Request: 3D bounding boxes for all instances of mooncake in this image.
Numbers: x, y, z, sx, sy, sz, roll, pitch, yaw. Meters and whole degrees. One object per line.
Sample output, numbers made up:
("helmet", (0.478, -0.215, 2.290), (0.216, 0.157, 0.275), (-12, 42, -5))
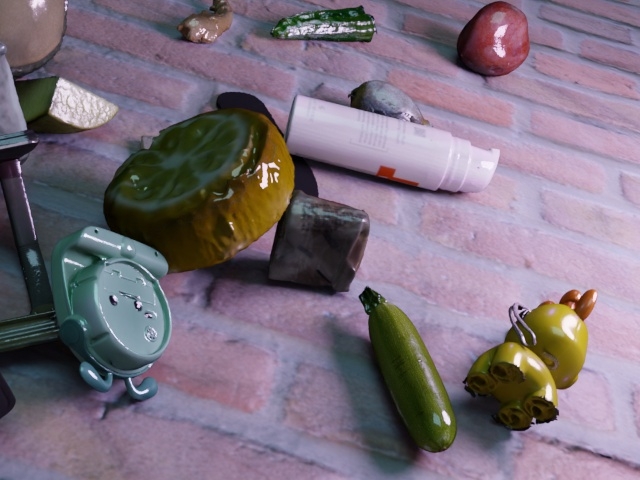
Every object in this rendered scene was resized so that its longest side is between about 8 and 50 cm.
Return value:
("mooncake", (0.000, 0.000, 1.206), (0.125, 0.130, 0.073), (12, 35, -10))

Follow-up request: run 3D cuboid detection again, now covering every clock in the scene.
("clock", (-0.228, 0.085, 1.016), (0.148, 0.060, 0.188), (25, 47, -55))

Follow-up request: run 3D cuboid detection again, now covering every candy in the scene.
("candy", (-0.159, -0.072, 1.178), (0.260, 0.118, 0.260), (-15, 41, 13))

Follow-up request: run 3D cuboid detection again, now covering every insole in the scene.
("insole", (-0.088, -0.144, 1.453), (0.119, 0.009, 0.348), (-4, 42, -26))

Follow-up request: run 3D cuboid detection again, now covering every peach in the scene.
("peach", (0.346, -0.411, 1.840), (0.152, 0.152, 0.152), (10, 38, -8))

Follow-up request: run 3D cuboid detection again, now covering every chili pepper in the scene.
("chili pepper", (0.000, -0.423, 1.791), (0.227, 0.059, 0.088), (-14, 51, -30))

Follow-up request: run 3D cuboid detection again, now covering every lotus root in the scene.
("lotus root", (0.125, -0.224, 1.574), (0.165, 0.088, 0.088), (29, 39, 1))

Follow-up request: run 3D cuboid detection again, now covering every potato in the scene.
("potato", (-0.401, -0.189, 1.367), (0.149, 0.081, 0.120), (5, -15, 40))

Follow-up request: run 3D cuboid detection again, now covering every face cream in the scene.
("face cream", (0.115, -0.148, 1.453), (0.346, 0.102, 0.102), (14, 38, -6))

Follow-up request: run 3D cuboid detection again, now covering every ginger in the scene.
("ginger", (-0.210, -0.419, 1.722), (0.069, 0.051, 0.173), (27, 34, 5))

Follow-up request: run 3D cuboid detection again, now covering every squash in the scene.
("squash", (0.107, 0.157, 1.102), (0.066, 0.066, 0.252), (0, 41, -20))

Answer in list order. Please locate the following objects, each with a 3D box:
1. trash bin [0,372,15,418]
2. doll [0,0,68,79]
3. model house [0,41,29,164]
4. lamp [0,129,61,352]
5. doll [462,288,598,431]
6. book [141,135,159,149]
("trash bin", (-0.446, 0.124, 0.887), (0.225, 0.115, 0.165), (34, 61, 28))
("doll", (-0.536, -0.355, 1.346), (0.247, 0.247, 0.350), (-17, 22, -36))
("model house", (-0.585, -0.140, 1.133), (0.267, 0.194, 0.325), (24, 47, 26))
("lamp", (-0.402, 0.010, 1.054), (0.203, 0.124, 0.283), (-14, 78, -27))
("doll", (0.275, 0.137, 1.147), (0.135, 0.143, 0.221), (47, 46, -6))
("book", (-0.170, -0.116, 1.370), (0.199, 0.016, 0.138), (-1, 42, -15))
